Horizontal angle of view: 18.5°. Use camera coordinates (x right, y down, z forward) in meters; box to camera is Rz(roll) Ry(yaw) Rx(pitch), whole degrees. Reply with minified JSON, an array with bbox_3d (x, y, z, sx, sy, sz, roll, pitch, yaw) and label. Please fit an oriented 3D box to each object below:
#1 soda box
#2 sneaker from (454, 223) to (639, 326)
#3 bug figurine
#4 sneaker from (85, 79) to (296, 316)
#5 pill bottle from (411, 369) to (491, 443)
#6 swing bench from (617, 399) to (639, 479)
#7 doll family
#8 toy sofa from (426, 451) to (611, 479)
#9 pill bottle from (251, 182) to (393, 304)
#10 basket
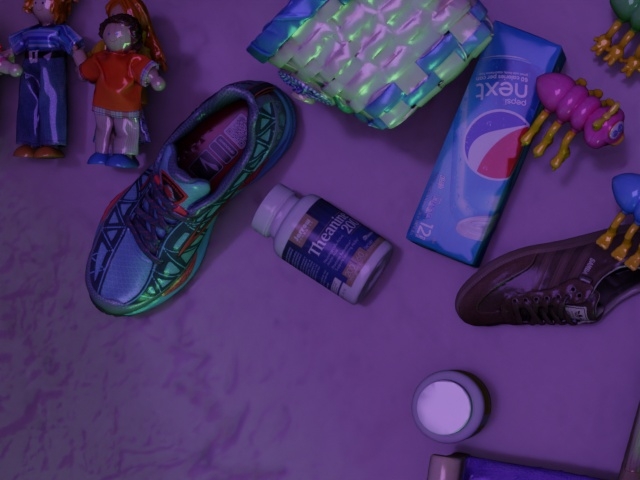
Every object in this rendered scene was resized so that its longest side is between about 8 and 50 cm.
[{"bbox_3d":[0.149,-0.084,1.752,0.067,0.071,0.210,22,90,10],"label":"soda box"},{"bbox_3d":[0.212,0.043,1.725,0.188,0.066,0.071,-21,45,6],"label":"sneaker"},{"bbox_3d":[0.303,-0.118,1.683,0.216,0.072,0.279,34,70,18],"label":"bug figurine"},{"bbox_3d":[-0.134,-0.046,1.770,0.104,0.125,0.262,37,93,10],"label":"sneaker"},{"bbox_3d":[0.114,0.146,1.722,0.065,0.116,0.065,-1,86,9],"label":"pill bottle"},{"bbox_3d":[0.395,0.131,1.624,0.253,0.254,0.165,14,110,11],"label":"swing bench"},{"bbox_3d":[-0.233,-0.155,1.816,0.263,0.118,0.163,6,94,28],"label":"doll family"},{"bbox_3d":[0.262,0.281,1.660,0.363,0.177,0.150,9,88,11],"label":"toy sofa"},{"bbox_3d":[0.000,0.000,1.774,0.120,0.067,0.067,33,92,10],"label":"pill bottle"},{"bbox_3d":[0.007,-0.237,1.694,0.201,0.255,0.289,-40,93,7],"label":"basket"}]
